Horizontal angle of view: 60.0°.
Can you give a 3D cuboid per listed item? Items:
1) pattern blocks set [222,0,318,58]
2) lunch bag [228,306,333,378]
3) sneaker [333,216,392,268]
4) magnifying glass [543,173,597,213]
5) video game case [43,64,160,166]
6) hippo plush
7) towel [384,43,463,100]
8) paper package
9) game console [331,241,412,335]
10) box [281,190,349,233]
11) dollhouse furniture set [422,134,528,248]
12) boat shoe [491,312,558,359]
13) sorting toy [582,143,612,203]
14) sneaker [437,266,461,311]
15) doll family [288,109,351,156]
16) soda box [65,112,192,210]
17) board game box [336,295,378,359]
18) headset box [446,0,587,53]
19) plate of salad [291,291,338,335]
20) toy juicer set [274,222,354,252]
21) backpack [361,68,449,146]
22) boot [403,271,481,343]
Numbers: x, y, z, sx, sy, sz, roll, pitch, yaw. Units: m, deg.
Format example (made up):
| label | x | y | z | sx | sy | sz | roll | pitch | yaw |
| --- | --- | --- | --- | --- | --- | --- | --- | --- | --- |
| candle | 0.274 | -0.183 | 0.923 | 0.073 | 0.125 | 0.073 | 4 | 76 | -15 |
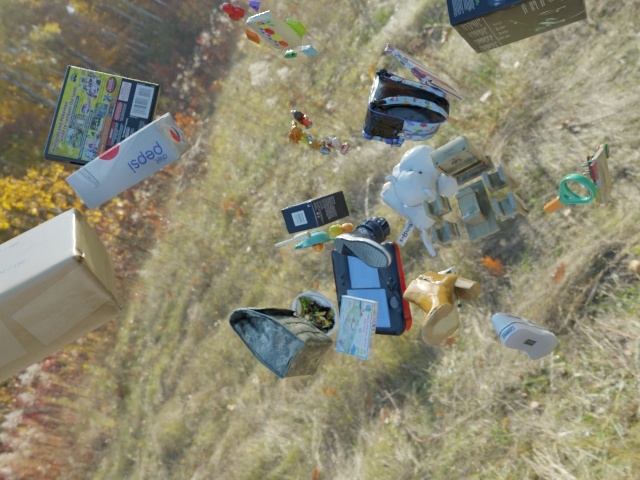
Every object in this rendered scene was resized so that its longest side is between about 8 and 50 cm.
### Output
| label | x | y | z | sx | sy | sz | roll | pitch | yaw |
| --- | --- | --- | --- | --- | --- | --- | --- | --- | --- |
| pattern blocks set | -0.168 | -0.760 | 2.004 | 0.285 | 0.324 | 0.026 | 12 | 79 | 33 |
| lunch bag | -0.138 | 0.309 | 1.820 | 0.287 | 0.235 | 0.169 | 32 | 94 | 27 |
| sneaker | 0.166 | 0.000 | 1.609 | 0.226 | 0.163 | 0.086 | 23 | 132 | 51 |
| magnifying glass | 0.672 | -0.119 | 1.514 | 0.026 | 0.092 | 0.231 | -48 | -8 | -10 |
| video game case | -0.588 | -0.326 | 1.511 | 0.035 | 0.248 | 0.275 | 132 | 146 | -70 |
| hippo plush | 0.257 | -0.154 | 1.603 | 0.234 | 0.236 | 0.294 | 20 | 81 | 30 |
| towel | 0.430 | -0.697 | 2.310 | 0.037 | 0.237 | 0.329 | -56 | 47 | 26 |
| paper package | -0.609 | 0.110 | 1.164 | 0.324 | 0.168 | 0.309 | -30 | 31 | -9 |
| game console | 0.183 | 0.187 | 2.116 | 0.386 | 0.060 | 0.342 | -9 | 94 | 54 |
| box | -0.016 | -0.094 | 1.852 | 0.155 | 0.158 | 0.093 | -11 | 99 | 47 |
| dollhouse furniture set | 0.384 | -0.115 | 1.388 | 0.212 | 0.161 | 0.242 | -27 | 62 | 31 |
| boat shoe | 0.535 | 0.241 | 1.449 | 0.095 | 0.258 | 0.084 | -46 | 44 | 15 |
| sorting toy | 0.788 | -0.182 | 1.585 | 0.046 | 0.133 | 0.274 | -8 | 17 | 38 |
| sneaker | 0.456 | 0.194 | 1.996 | 0.094 | 0.153 | 0.235 | -27 | -2 | 32 |
| doll family | -0.024 | -0.351 | 1.950 | 0.118 | 0.263 | 0.163 | -55 | -9 | 8 |
| soda box | -0.450 | -0.183 | 1.301 | 0.286 | 0.098 | 0.091 | -25 | 21 | 20 |
| board game box | 0.099 | 0.234 | 1.501 | 0.103 | 0.026 | 0.154 | 8 | 92 | 37 |
| headset box | 0.451 | -0.554 | 1.243 | 0.282 | 0.246 | 0.131 | -10 | 87 | 30 |
| plate of salad | -0.027 | 0.297 | 2.183 | 0.200 | 0.199 | 0.048 | -56 | -9 | 27 |
| toy juicer set | 0.000 | 0.000 | 2.315 | 0.209 | 0.328 | 0.090 | -20 | 84 | 58 |
| backpack | 0.188 | -0.279 | 1.212 | 0.117 | 0.173 | 0.158 | 101 | -178 | -49 |
| boot | 0.329 | 0.197 | 1.685 | 0.295 | 0.104 | 0.211 | -36 | 27 | -33 |
